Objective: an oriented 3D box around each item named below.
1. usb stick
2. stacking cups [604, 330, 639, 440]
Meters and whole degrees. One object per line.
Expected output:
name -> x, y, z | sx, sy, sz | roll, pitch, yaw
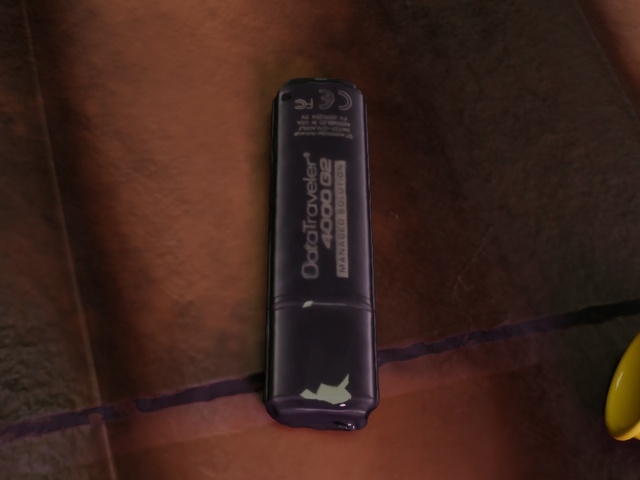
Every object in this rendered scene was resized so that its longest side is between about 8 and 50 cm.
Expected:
usb stick -> 0.000, 0.000, 0.669 | 0.077, 0.045, 0.278 | 2, 61, -4
stacking cups -> 0.360, 0.157, 0.632 | 0.316, 0.096, 0.096 | 25, 58, 2
